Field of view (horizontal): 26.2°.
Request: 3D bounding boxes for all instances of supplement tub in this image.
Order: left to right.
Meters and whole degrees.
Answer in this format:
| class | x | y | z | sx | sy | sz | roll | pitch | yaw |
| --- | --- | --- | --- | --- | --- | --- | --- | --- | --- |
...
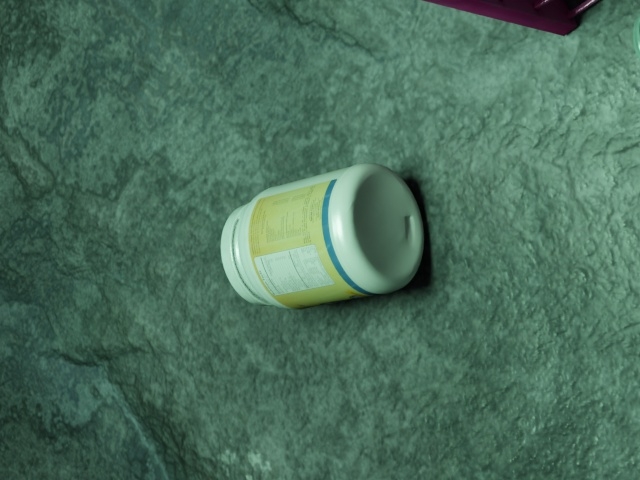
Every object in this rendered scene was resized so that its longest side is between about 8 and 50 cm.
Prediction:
| class | x | y | z | sx | sy | sz | roll | pitch | yaw |
| --- | --- | --- | --- | --- | --- | --- | --- | --- | --- |
| supplement tub | 0.000 | 0.000 | 1.538 | 0.199 | 0.144 | 0.144 | -13 | 83 | 42 |

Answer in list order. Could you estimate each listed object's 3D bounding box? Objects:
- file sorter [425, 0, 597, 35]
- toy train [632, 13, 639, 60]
| class | x | y | z | sx | sy | sz | roll | pitch | yaw |
| --- | --- | --- | --- | --- | --- | --- | --- | --- | --- |
| file sorter | 0.186 | -0.340 | 1.272 | 0.182 | 0.290 | 0.202 | -34 | 69 | 34 |
| toy train | 0.374 | -0.186 | 1.173 | 0.142 | 0.190 | 0.334 | -33 | 65 | 58 |
